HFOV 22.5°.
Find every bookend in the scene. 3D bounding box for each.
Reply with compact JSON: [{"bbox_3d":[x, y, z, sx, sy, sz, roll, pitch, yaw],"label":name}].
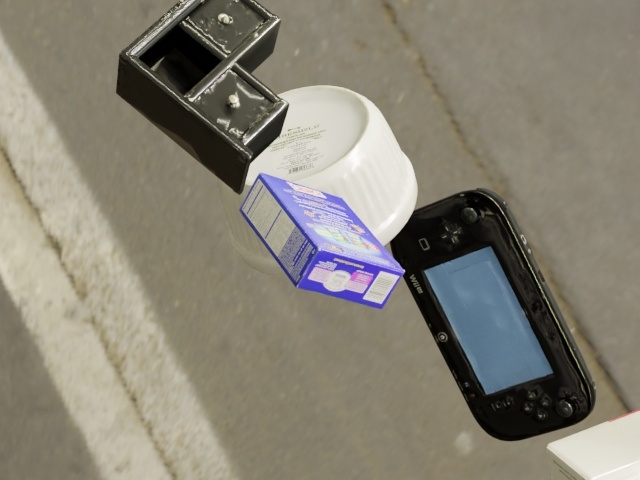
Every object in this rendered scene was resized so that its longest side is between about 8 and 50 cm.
[{"bbox_3d":[-0.080,-0.154,1.498,0.157,0.072,0.156,40,65,10],"label":"bookend"}]

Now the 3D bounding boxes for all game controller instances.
[{"bbox_3d":[0.209,0.094,1.962,0.319,0.166,0.067,63,25,-7],"label":"game controller"}]

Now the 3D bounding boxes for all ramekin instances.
[{"bbox_3d":[-0.011,-0.070,1.678,0.207,0.109,0.207,-12,39,10],"label":"ramekin"}]

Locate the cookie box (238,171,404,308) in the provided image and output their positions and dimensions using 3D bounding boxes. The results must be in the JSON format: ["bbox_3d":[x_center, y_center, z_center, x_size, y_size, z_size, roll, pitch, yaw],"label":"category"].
[{"bbox_3d":[0.000,0.000,1.251,0.092,0.040,0.107,16,25,-39],"label":"cookie box"}]

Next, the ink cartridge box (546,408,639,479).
[{"bbox_3d":[0.354,0.312,1.744,0.172,0.100,0.237,-18,113,-15],"label":"ink cartridge box"}]
